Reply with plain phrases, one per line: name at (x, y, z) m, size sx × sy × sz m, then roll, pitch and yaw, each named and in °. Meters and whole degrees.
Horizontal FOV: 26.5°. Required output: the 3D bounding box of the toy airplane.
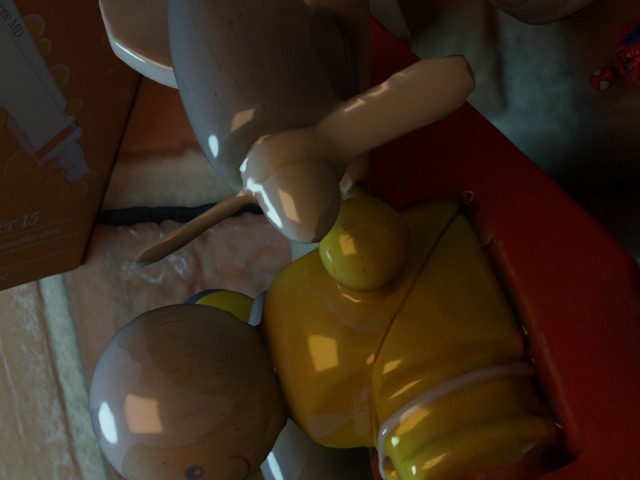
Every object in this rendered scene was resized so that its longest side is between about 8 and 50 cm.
toy airplane at (0.000, 0.000, 0.627) m, size 0.386 × 0.272 × 0.384 m, roll 61°, pitch 163°, yaw -18°

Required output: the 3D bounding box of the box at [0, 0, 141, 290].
box at (-0.248, -0.130, 0.889) m, size 0.168 × 0.215 × 0.345 m, roll 44°, pitch 131°, yaw 26°

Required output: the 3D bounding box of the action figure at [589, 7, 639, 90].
action figure at (0.166, -0.099, 0.620) m, size 0.115 × 0.030 × 0.038 m, roll -36°, pitch 82°, yaw 47°

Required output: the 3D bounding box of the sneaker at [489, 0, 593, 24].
sneaker at (0.043, -0.232, 0.635) m, size 0.110 × 0.118 × 0.292 m, roll -28°, pitch 85°, yaw 44°

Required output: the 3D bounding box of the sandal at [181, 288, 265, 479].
sandal at (-0.079, 0.179, 0.894) m, size 0.138 × 0.126 × 0.317 m, roll 21°, pitch 116°, yaw 44°
